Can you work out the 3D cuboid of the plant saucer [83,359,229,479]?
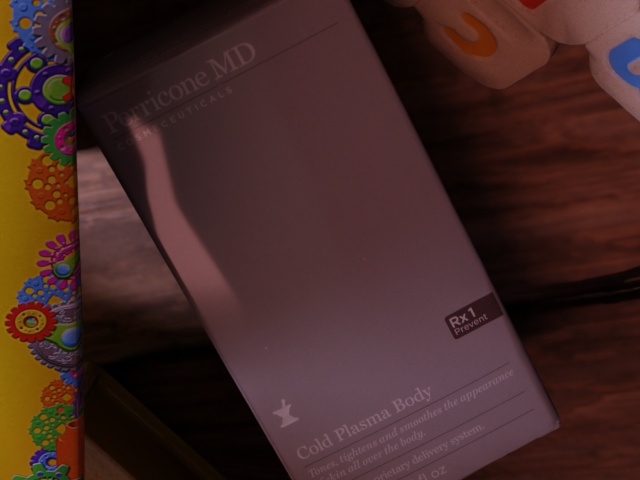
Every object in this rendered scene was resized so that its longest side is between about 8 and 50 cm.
[{"bbox_3d":[-0.067,0.178,0.706,0.333,0.333,0.081,42,87,-5],"label":"plant saucer"}]

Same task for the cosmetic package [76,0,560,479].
[{"bbox_3d":[0.000,0.000,0.620,0.127,0.107,0.238,-29,111,4],"label":"cosmetic package"}]

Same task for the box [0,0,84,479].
[{"bbox_3d":[-0.189,-0.077,0.538,0.177,0.290,0.279,-2,125,-11],"label":"box"}]

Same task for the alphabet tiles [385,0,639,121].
[{"bbox_3d":[0.064,-0.149,0.485,0.284,0.021,0.278,40,161,-8],"label":"alphabet tiles"}]
